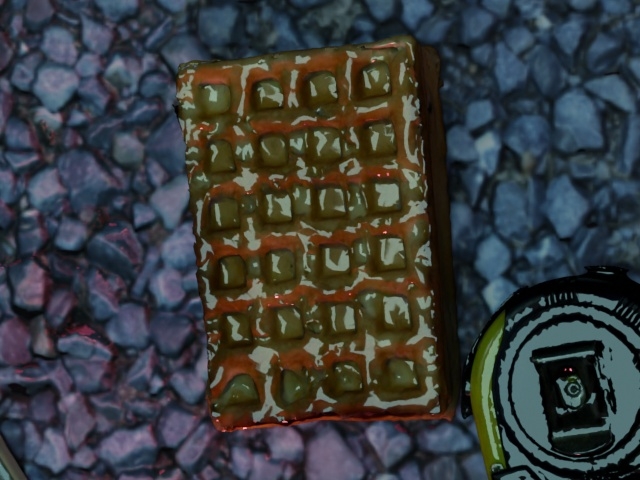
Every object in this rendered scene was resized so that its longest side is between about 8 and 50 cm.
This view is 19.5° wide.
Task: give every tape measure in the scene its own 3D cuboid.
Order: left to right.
[{"bbox_3d":[0.199,0.116,1.433,0.199,0.112,0.186,-14,85,16],"label":"tape measure"}]

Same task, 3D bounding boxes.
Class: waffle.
[{"bbox_3d":[0.000,0.000,1.505,0.213,0.091,0.308,-5,88,18],"label":"waffle"}]

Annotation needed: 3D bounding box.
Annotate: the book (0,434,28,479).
[{"bbox_3d":[-0.319,0.343,1.645,0.264,0.031,0.379,-36,81,16],"label":"book"}]
